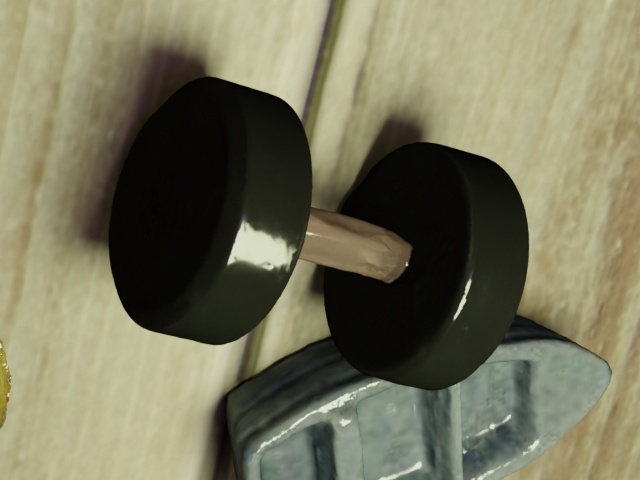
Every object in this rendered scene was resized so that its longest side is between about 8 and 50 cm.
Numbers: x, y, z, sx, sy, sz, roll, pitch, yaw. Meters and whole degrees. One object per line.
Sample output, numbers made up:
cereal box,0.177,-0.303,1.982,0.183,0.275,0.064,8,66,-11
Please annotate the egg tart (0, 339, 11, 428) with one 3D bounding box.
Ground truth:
egg tart,-0.243,0.090,0.955,0.129,0.049,0.128,-14,118,-29

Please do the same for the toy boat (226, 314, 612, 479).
toy boat,0.069,0.121,1.119,0.283,0.078,0.127,-17,119,-21

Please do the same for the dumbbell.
dumbbell,0.000,0.000,0.979,0.218,0.152,0.152,14,106,-33
